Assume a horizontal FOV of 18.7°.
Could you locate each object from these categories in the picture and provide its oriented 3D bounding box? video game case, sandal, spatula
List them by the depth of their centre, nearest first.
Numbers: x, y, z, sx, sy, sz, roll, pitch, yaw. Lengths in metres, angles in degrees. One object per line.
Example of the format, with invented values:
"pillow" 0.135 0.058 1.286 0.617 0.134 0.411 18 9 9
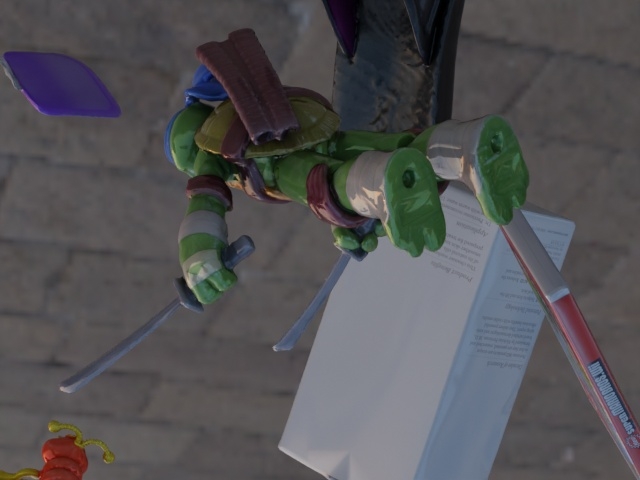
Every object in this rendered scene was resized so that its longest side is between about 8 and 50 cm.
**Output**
"spatula" -0.277 -0.152 1.584 0.030 0.084 0.296 -46 150 17
"video game case" 0.246 0.099 1.854 0.025 0.204 0.285 -29 122 3
"sandal" 0.065 -0.252 1.978 0.168 0.445 0.107 2 -175 35

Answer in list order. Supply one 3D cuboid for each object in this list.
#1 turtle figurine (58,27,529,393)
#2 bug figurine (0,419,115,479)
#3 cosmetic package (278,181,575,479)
"turtle figurine" 0.000 0.000 1.327 0.266 0.274 0.198 0 163 45
"bug figurine" -0.141 0.275 1.607 0.279 0.216 0.072 30 124 -24
"cosmetic package" 0.123 0.116 2.296 0.217 0.385 0.156 26 -168 40
